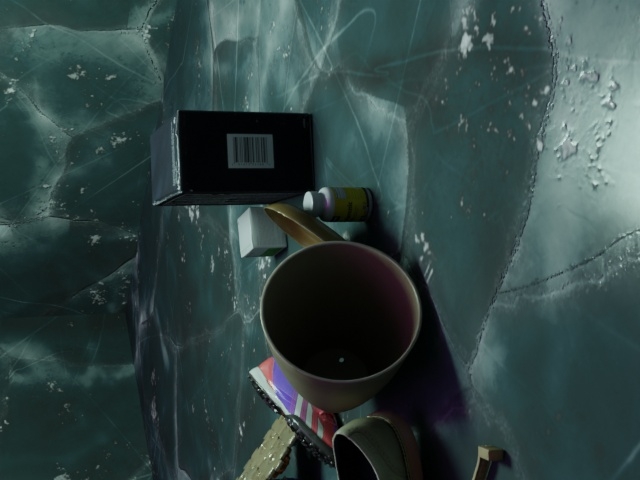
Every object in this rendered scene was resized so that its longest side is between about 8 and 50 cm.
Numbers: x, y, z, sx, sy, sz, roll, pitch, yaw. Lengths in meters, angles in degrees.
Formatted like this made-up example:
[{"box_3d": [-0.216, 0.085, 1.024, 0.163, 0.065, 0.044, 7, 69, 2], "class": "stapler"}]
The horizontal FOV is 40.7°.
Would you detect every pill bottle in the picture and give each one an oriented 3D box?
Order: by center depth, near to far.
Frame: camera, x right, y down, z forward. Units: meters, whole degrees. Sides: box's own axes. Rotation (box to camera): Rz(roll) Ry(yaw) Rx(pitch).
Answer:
[{"box_3d": [0.031, -0.065, 1.574, 0.065, 0.116, 0.065, 179, 90, -69], "class": "pill bottle"}]

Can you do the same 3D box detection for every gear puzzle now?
[{"box_3d": [-0.123, 0.510, 1.863, 0.339, 0.044, 0.175, -56, 15, -8], "class": "gear puzzle"}]

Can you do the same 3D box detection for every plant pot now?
[{"box_3d": [0.028, 0.183, 1.470, 0.274, 0.256, 0.256, 93, 164, -55], "class": "plant pot"}, {"box_3d": [0.000, 0.000, 1.574, 0.032, 0.236, 0.236, -53, 22, -7], "class": "plant pot"}]

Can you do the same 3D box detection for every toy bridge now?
[{"box_3d": [0.233, 0.382, 1.215, 0.063, 0.026, 0.188, 178, 91, -70], "class": "toy bridge"}]

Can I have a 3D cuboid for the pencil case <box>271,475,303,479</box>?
[{"box_3d": [-0.099, 0.586, 1.918, 0.306, 0.119, 0.133, 150, 111, -65], "class": "pencil case"}]

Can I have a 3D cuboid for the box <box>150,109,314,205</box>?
[{"box_3d": [-0.206, -0.177, 1.915, 0.294, 0.296, 0.183, 169, 99, -67], "class": "box"}]

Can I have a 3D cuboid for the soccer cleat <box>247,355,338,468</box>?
[{"box_3d": [-0.026, 0.338, 1.765, 0.318, 0.116, 0.108, 39, 160, 44], "class": "soccer cleat"}]

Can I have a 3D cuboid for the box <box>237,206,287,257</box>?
[{"box_3d": [-0.138, -0.019, 2.031, 0.101, 0.087, 0.102, 146, 121, -64], "class": "box"}]

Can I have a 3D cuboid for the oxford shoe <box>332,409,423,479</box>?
[{"box_3d": [0.097, 0.469, 1.330, 0.140, 0.146, 0.397, -27, 73, 37], "class": "oxford shoe"}]
